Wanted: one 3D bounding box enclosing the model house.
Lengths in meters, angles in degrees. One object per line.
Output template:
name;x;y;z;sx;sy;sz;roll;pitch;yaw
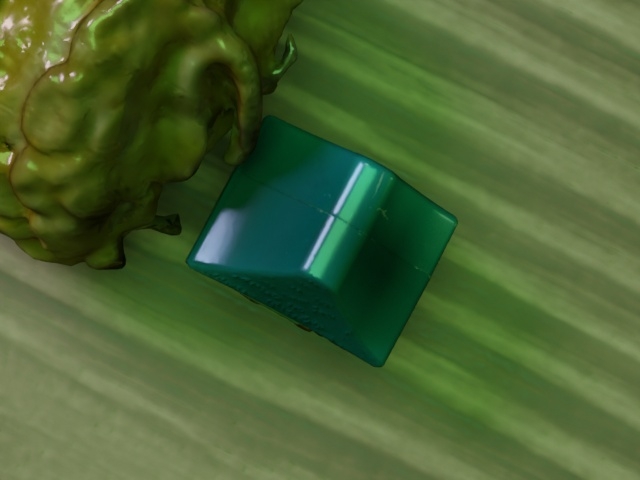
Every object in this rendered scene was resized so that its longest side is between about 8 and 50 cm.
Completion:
model house;0.000;0.000;1.112;0.127;0.149;0.100;28;85;-7

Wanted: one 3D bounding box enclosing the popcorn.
popcorn;-0.113;-0.110;1.088;0.190;0.250;0.250;29;86;-4
